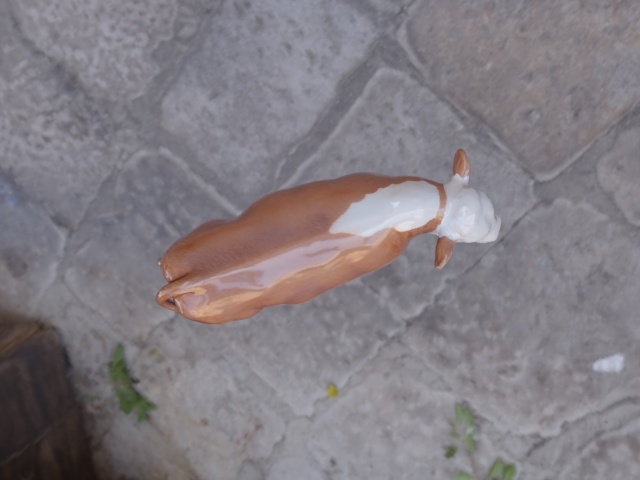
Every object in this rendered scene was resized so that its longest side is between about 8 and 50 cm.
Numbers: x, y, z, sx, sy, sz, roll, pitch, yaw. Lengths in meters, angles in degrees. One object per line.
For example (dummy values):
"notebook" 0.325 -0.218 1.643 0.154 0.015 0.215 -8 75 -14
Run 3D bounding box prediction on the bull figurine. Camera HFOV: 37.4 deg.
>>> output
"bull figurine" 0.000 0.000 0.842 0.188 0.310 0.101 159 97 -76
